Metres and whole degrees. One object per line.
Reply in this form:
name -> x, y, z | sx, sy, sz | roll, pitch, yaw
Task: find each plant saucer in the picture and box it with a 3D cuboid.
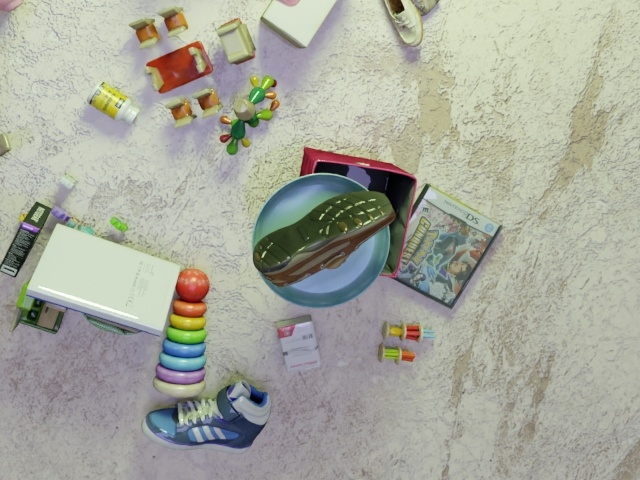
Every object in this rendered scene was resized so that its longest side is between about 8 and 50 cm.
plant saucer -> 0.000, 0.000, 1.635 | 0.318, 0.043, 0.317 | -2, 105, -8

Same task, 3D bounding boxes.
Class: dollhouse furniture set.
dollhouse furniture set -> -0.600, 0.207, 1.788 | 0.302, 0.197, 0.151 | 21, 98, -12
dollhouse furniture set -> -0.293, -0.439, 1.723 | 0.259, 0.135, 0.262 | -20, 106, 9

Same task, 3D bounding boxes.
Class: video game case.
video game case -> 0.327, 0.019, 1.956 | 0.248, 0.035, 0.274 | 28, 99, -14

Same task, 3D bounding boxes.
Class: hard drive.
hard drive -> -0.518, 0.095, 1.732 | 0.319, 0.210, 0.040 | 20, 135, -15

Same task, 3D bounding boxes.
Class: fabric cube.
fabric cube -> 0.070, -0.079, 1.780 | 0.254, 0.258, 0.259 | 9, 103, -9

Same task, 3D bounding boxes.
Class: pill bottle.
pill bottle -> -0.502, -0.332, 1.733 | 0.116, 0.065, 0.065 | 32, 98, -15

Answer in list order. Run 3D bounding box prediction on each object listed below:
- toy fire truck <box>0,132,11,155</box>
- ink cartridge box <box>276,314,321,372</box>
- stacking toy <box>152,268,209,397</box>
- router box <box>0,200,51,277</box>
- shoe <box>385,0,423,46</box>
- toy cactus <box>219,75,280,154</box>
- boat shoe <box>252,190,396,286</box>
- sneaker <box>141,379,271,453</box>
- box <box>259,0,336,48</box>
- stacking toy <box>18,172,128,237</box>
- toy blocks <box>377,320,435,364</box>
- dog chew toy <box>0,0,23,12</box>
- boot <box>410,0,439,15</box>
toy fire truck -> -0.866, -0.241, 1.673 | 0.246, 0.158, 0.217 | -17, 106, -15
ink cartridge box -> -0.059, 0.284, 1.958 | 0.099, 0.056, 0.135 | -12, 105, -4
stacking toy -> -0.357, 0.236, 1.874 | 0.141, 0.141, 0.330 | 6, 98, -9
router box -> -0.695, -0.006, 1.680 | 0.046, 0.179, 0.133 | 27, 100, -19
shoe -> 0.189, -0.580, 1.755 | 0.058, 0.077, 0.219 | -30, 102, -40
toy cactus -> -0.182, -0.317, 1.731 | 0.112, 0.180, 0.219 | 39, 91, 5
boat shoe -> 0.012, 0.001, 1.566 | 0.324, 0.122, 0.120 | -24, 136, 1
sneaker -> -0.292, 0.446, 1.908 | 0.323, 0.130, 0.236 | 16, 117, -20
box -> -0.029, -0.589, 1.690 | 0.127, 0.148, 0.232 | 33, 97, -14
stacking toy -> -0.622, -0.043, 1.802 | 0.221, 0.052, 0.167 | 42, 97, -17
toy blocks -> 0.245, 0.293, 2.005 | 0.148, 0.054, 0.123 | 7, 103, -10
dog chew toy -> -0.772, -0.657, 1.550 | 0.207, 0.206, 0.331 | -32, 115, 1
boot -> 0.244, -0.622, 1.777 | 0.087, 0.042, 0.118 | -29, 103, 5
